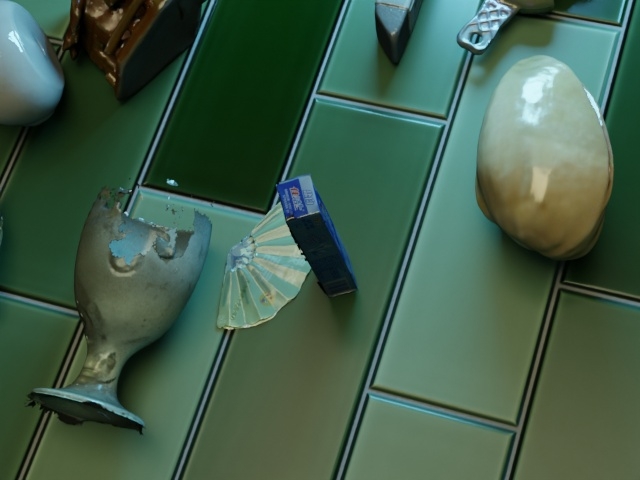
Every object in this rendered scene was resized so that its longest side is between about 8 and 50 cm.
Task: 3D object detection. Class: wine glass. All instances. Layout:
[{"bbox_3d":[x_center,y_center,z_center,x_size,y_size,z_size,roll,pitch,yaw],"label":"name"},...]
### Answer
[{"bbox_3d":[-0.282,0.092,1.781,0.190,0.190,0.357,13,74,14],"label":"wine glass"}]

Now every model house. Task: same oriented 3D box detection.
[{"bbox_3d":[-0.320,-0.387,1.999,0.229,0.199,0.219,40,65,18],"label":"model house"}]

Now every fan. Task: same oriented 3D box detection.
[{"bbox_3d":[-0.079,0.035,1.868,0.131,0.009,0.240,22,71,15],"label":"fan"}]

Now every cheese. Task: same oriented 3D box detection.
[{"bbox_3d":[0.315,-0.406,1.965,0.163,0.082,0.286,30,76,21],"label":"cheese"}]

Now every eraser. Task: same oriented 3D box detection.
[{"bbox_3d":[0.151,-0.450,2.003,0.061,0.089,0.352,16,69,11],"label":"eraser"}]

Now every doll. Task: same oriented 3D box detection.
[{"bbox_3d":[-0.532,-0.265,1.978,0.221,0.221,0.251,-22,38,-1],"label":"doll"}]

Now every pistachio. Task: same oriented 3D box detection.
[{"bbox_3d":[0.316,-0.118,1.763,0.213,0.193,0.318,-20,57,38],"label":"pistachio"}]

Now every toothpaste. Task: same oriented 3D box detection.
[{"bbox_3d":[0.000,0.000,1.723,0.053,0.272,0.066,-16,64,6],"label":"toothpaste"}]

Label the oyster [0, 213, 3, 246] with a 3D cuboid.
[{"bbox_3d":[-0.562,-0.006,1.931,0.166,0.094,0.294,-23,73,18],"label":"oyster"}]
